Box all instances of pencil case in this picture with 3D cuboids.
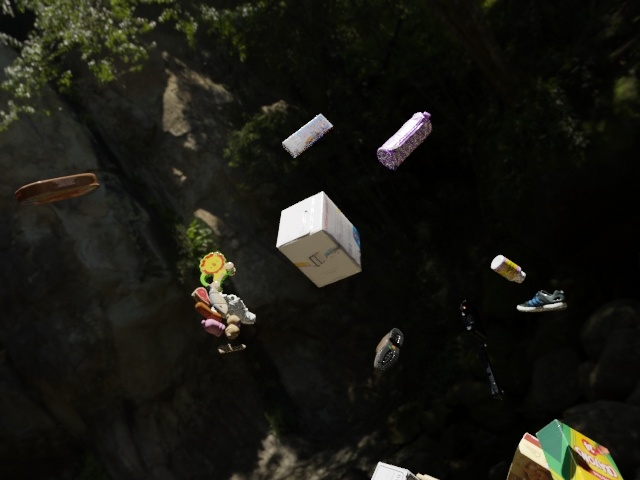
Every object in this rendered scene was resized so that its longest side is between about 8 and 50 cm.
[{"bbox_3d":[0.266,-0.315,1.605,0.206,0.086,0.088,-46,-21,-19],"label":"pencil case"}]

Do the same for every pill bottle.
[{"bbox_3d":[0.490,0.077,1.321,0.043,0.083,0.043,-56,10,16],"label":"pill bottle"}]

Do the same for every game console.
[{"bbox_3d":[0.595,0.397,1.849,0.044,0.361,0.213,-23,-28,21],"label":"game console"}]

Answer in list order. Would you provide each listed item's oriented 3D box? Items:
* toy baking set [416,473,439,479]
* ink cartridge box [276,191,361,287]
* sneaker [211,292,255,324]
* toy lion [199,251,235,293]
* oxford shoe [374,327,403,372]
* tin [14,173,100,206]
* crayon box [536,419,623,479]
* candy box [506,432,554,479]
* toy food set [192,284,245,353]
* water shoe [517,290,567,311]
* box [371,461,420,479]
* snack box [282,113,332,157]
[{"bbox_3d":[0.341,0.860,1.627,0.256,0.030,0.197,-24,33,60],"label":"toy baking set"},{"bbox_3d":[0.000,0.000,1.617,0.168,0.171,0.233,-23,-49,25],"label":"ink cartridge box"},{"bbox_3d":[-0.207,0.171,1.262,0.053,0.061,0.152,8,-13,33],"label":"sneaker"},{"bbox_3d":[-0.280,0.081,1.339,0.100,0.096,0.034,-58,-22,-26],"label":"toy lion"},{"bbox_3d":[0.258,0.450,2.010,0.096,0.083,0.227,-44,0,37],"label":"oxford shoe"},{"bbox_3d":[-0.631,-0.123,1.224,0.106,0.040,0.189,-11,8,44],"label":"tin"},{"bbox_3d":[0.682,0.629,1.258,0.081,0.202,0.318,-51,17,26],"label":"crayon box"},{"bbox_3d":[0.783,0.851,1.824,0.087,0.183,0.316,-39,-41,-31],"label":"candy box"},{"bbox_3d":[-0.157,0.113,0.775,0.019,0.122,0.078,-46,-25,22],"label":"toy food set"},{"bbox_3d":[0.857,0.235,1.967,0.073,0.080,0.203,6,-14,-33],"label":"water shoe"},{"bbox_3d":[0.203,0.615,1.061,0.087,0.290,0.169,-10,42,52],"label":"box"},{"bbox_3d":[-0.044,-0.358,1.734,0.178,0.064,0.022,-40,-11,-16],"label":"snack box"}]
